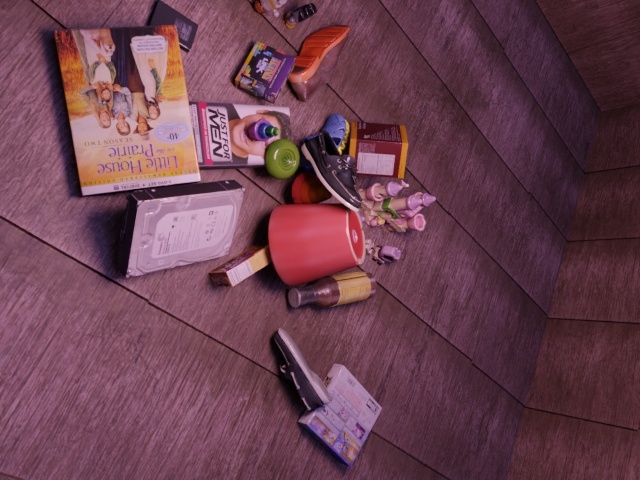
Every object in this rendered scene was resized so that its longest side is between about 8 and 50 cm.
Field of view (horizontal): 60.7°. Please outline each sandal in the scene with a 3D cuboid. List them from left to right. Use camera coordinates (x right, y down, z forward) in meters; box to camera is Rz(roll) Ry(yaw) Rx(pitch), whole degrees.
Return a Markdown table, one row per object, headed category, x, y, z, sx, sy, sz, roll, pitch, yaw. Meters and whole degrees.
| category | x | y | z | sx | sy | sz | roll | pitch | yaw |
| --- | --- | --- | --- | --- | --- | --- | --- | --- | --- |
| sandal | -0.002 | -0.319 | 1.891 | 0.138 | 0.126 | 0.317 | 34 | 64 | -27 |

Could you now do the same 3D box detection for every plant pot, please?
| category | x | y | z | sx | sy | sz | roll | pitch | yaw |
| --- | --- | --- | --- | --- | --- | --- | --- | --- | --- |
| plant pot | 0.000 | 0.000 | 1.721 | 0.275 | 0.243 | 0.275 | -9 | 90 | -71 |

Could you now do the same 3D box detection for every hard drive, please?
| category | x | y | z | sx | sy | sz | roll | pitch | yaw |
| --- | --- | --- | --- | --- | --- | --- | --- | --- | --- |
| hard drive | -0.433 | -0.630 | 1.606 | 0.135 | 0.022 | 0.094 | 25 | 72 | -37 |
| hard drive | -0.373 | -0.038 | 1.490 | 0.339 | 0.064 | 0.237 | -12 | 131 | -46 |

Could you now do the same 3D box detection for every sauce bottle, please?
| category | x | y | z | sx | sy | sz | roll | pitch | yaw |
| --- | --- | --- | --- | --- | --- | --- | --- | --- | --- |
| sauce bottle | 0.042 | 0.174 | 1.900 | 0.344 | 0.111 | 0.111 | -4 | 90 | -39 |

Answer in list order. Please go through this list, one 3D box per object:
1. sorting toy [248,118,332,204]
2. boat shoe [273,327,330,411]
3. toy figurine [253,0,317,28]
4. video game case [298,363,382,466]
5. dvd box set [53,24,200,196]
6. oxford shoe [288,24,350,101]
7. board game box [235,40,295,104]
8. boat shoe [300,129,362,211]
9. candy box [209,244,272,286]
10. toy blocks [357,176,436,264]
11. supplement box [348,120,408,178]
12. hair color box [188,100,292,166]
| category | x | y | z | sx | sy | sz | roll | pitch | yaw |
| --- | --- | --- | --- | --- | --- | --- | --- | --- | --- |
| sorting toy | -0.071 | -0.228 | 1.679 | 0.127 | 0.126 | 0.365 | -54 | 131 | -17 |
| boat shoe | -0.080 | 0.428 | 1.784 | 0.091 | 0.114 | 0.302 | -32 | 94 | 3 |
| toy figurine | -0.121 | -0.833 | 1.812 | 0.213 | 0.148 | 0.209 | 0 | 93 | -42 |
| video game case | 0.075 | 0.615 | 1.929 | 0.269 | 0.061 | 0.244 | 51 | 56 | -25 |
| dvd box set | -0.500 | -0.341 | 1.436 | 0.308 | 0.062 | 0.420 | -9 | 93 | -17 |
| oxford shoe | 0.000 | -0.635 | 1.931 | 0.363 | 0.130 | 0.132 | -54 | 144 | -28 |
| board game box | -0.177 | -0.540 | 1.757 | 0.141 | 0.048 | 0.170 | 22 | 69 | 0 |
| boat shoe | 0.054 | -0.226 | 1.682 | 0.113 | 0.340 | 0.127 | -45 | 133 | 16 |
| candy box | -0.235 | 0.076 | 1.672 | 0.187 | 0.109 | 0.053 | -31 | 107 | -36 |
| toy blocks | 0.283 | -0.107 | 2.022 | 0.288 | 0.260 | 0.309 | 38 | 64 | -33 |
| supplement box | 0.197 | -0.320 | 1.912 | 0.191 | 0.194 | 0.129 | -82 | 176 | -59 |
| hair color box | -0.264 | -0.315 | 1.668 | 0.374 | 0.114 | 0.185 | -9 | 94 | -41 |
